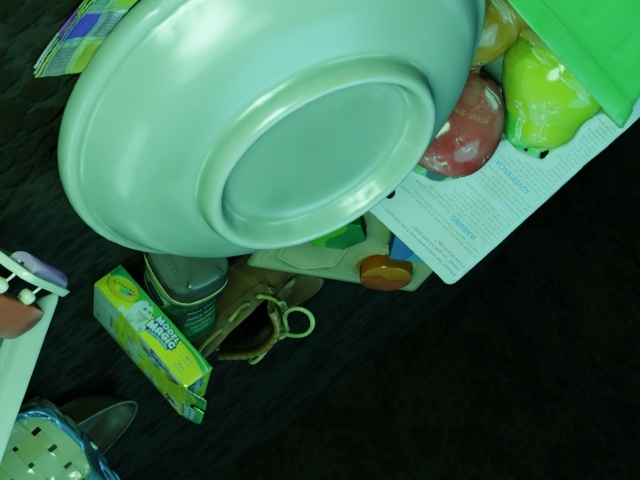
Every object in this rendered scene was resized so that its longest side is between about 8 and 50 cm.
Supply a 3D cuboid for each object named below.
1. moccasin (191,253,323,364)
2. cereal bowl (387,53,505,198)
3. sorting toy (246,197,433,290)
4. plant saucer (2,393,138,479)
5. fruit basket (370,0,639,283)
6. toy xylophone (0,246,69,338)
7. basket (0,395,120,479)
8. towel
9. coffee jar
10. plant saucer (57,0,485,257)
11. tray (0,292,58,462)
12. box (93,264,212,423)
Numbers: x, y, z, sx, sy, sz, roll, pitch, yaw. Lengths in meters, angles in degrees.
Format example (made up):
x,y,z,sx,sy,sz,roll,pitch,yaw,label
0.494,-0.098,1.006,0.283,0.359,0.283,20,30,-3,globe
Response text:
x,y,z,sx,sy,sz,roll,pitch,yaw,label
-0.100,0.097,1.800,0.139,0.147,0.380,-46,168,22,moccasin
0.138,-0.156,1.655,0.339,0.141,0.339,-39,169,-9,cereal bowl
0.000,0.000,1.563,0.307,0.041,0.229,9,155,-17,sorting toy
-0.384,0.304,1.894,0.310,0.050,0.310,-39,167,-10,plant saucer
0.156,-0.170,1.403,0.353,0.327,0.165,-41,-153,16,fruit basket
-0.353,0.106,1.184,0.323,0.081,0.236,-42,169,6,toy xylophone
-0.350,0.316,1.591,0.255,0.201,0.289,-42,-160,-2,basket
-0.169,-0.150,1.011,0.083,0.009,0.060,-46,167,25,towel
-0.154,0.044,1.558,0.079,0.096,0.184,-27,165,-19,coffee jar
-0.017,-0.096,1.177,0.400,0.100,0.400,-23,150,-14,plant saucer
-0.321,0.175,1.271,0.145,0.030,0.270,-24,-137,46,tray
-0.180,0.119,1.543,0.043,0.179,0.105,-36,168,-21,box
